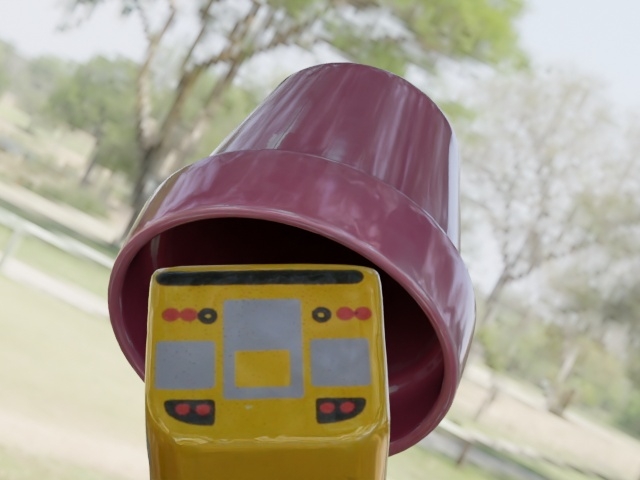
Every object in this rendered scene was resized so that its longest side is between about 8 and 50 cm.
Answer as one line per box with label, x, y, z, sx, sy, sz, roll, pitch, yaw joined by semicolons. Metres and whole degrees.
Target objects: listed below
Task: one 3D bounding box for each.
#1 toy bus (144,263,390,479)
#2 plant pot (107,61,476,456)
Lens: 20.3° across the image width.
toy bus;-0.025;0.144;0.892;0.108;0.130;0.332;-2;-42;-3
plant pot;0.000;0.000;1.036;0.201;0.180;0.201;10;-47;11
